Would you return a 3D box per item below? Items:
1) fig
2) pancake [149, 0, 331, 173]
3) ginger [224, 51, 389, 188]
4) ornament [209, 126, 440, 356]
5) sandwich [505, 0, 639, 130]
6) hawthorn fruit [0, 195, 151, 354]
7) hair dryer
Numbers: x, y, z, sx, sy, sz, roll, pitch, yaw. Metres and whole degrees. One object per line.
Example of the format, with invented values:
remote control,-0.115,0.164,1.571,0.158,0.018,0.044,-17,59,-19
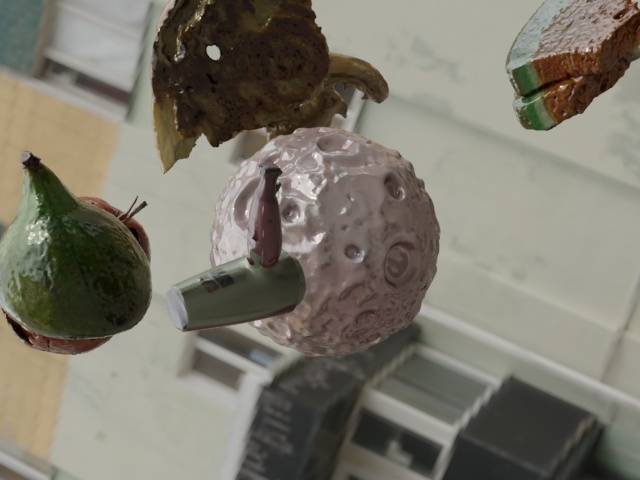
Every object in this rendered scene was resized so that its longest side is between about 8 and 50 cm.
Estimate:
fig,-0.315,0.000,1.971,0.203,0.203,0.235,-22,-71,-64
pancake,-0.110,-0.219,1.737,0.257,0.212,0.056,-32,11,-27
ginger,-0.045,-0.143,1.944,0.258,0.149,0.065,-43,28,20
ornament,0.000,0.000,1.743,0.225,0.259,0.259,30,-97,-44
sandwich,0.386,-0.288,2.356,0.292,0.212,0.109,-43,-63,-17
hawthorn fruit,-0.332,0.030,2.226,0.299,0.211,0.211,-40,1,39
hair dryer,-0.055,0.001,1.204,0.106,0.054,0.154,-12,-45,-33
